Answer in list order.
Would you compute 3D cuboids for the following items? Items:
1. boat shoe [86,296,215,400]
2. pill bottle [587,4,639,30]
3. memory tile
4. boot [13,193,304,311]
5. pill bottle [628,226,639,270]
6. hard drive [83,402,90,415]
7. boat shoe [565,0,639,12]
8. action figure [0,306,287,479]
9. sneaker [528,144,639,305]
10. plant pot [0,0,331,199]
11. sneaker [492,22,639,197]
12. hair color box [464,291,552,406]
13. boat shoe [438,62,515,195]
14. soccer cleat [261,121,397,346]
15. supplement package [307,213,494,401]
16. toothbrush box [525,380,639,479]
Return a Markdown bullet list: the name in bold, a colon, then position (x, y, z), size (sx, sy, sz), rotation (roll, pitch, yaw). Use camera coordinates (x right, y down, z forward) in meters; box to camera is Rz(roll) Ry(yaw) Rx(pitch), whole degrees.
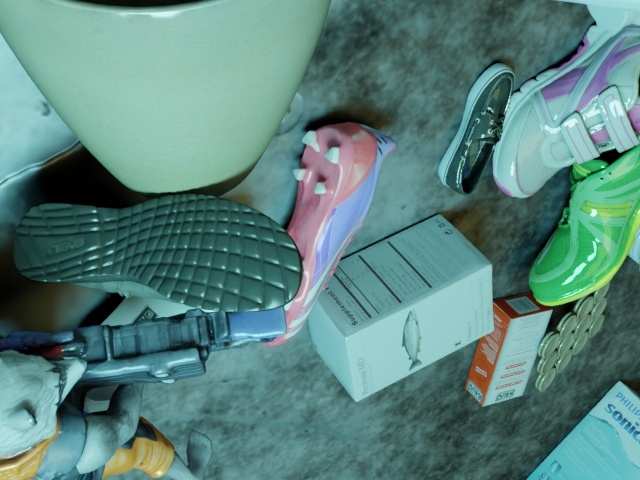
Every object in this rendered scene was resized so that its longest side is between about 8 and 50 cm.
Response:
- **boat shoe**: position (-0.144, 0.061, 0.981), size (0.219, 0.078, 0.070), rotation (-41, 177, 7)
- **pill bottle**: position (0.344, -0.268, 1.049), size (0.152, 0.086, 0.086), rotation (-26, 134, -15)
- **memory tile**: position (0.327, 0.121, 1.359), size (0.148, 0.012, 0.113), rotation (-41, 145, -24)
- **boot**: position (-0.108, 0.014, 0.851), size (0.161, 0.246, 0.084), rotation (23, 74, -69)
- **pill bottle**: position (0.461, 0.032, 1.293), size (0.107, 0.180, 0.108), rotation (-18, 131, -22)
- **hard drive**: position (-0.381, 0.161, 0.910), size (0.210, 0.040, 0.318), rotation (-44, 136, 2)
- **boat shoe**: position (0.230, -0.257, 0.841), size (0.335, 0.121, 0.119), rotation (-2, 164, 9)
- **action figure**: position (-0.177, 0.167, 0.854), size (0.341, 0.179, 0.330), rotation (-12, 151, 5)
- **sneaker**: position (0.322, -0.058, 1.202), size (0.123, 0.109, 0.296), rotation (26, 109, -20)
- **plant pot**: position (-0.107, -0.153, 0.736), size (0.256, 0.256, 0.274), rotation (-24, 151, -18)
- **sneaker**: position (0.285, -0.137, 1.090), size (0.252, 0.111, 0.103), rotation (-48, 136, 6)
- **hair color box**: position (0.236, 0.137, 1.317), size (0.072, 0.043, 0.141), rotation (-9, 126, -30)
- **boat shoe**: position (0.169, -0.112, 1.080), size (0.049, 0.040, 0.142), rotation (3, 121, -36)
- **soccer cleat**: position (0.000, 0.000, 1.026), size (0.095, 0.083, 0.248), rotation (-1, 120, -40)
- **supplement package**: position (0.083, 0.070, 1.115), size (0.179, 0.105, 0.105), rotation (-25, 134, -16)
- **toothbrush box**: position (0.431, 0.392, 1.527), size (0.295, 0.216, 0.126), rotation (-50, 136, 7)
